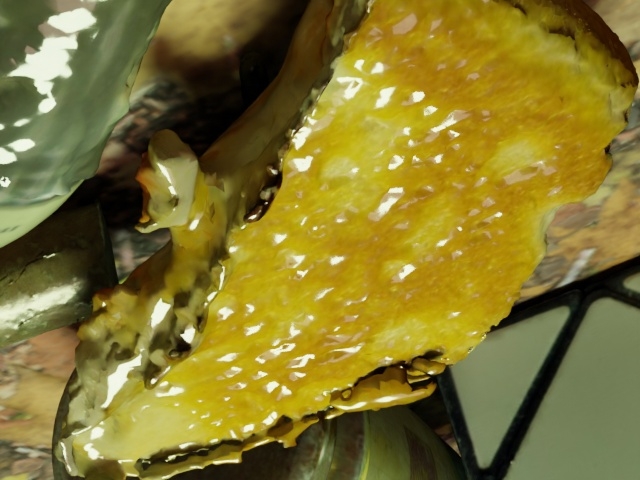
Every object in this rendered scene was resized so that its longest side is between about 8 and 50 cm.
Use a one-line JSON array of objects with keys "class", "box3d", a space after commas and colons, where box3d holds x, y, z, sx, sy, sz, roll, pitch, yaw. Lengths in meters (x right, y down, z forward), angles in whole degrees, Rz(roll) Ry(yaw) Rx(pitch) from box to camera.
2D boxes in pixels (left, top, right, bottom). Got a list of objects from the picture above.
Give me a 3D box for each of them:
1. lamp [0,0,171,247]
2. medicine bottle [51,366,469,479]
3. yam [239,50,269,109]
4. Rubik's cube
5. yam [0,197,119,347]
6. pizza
[{"class": "lamp", "box3d": [-0.111, -0.056, 0.537, 0.101, 0.101, 0.250, 5, 146, -35]}, {"class": "medicine bottle", "box3d": [-0.006, 0.143, 0.889, 0.151, 0.151, 0.322, -24, 151, 12]}, {"class": "yam", "box3d": [-0.024, -0.045, 0.691, 0.014, 0.014, 0.107, -14, 152, -4]}, {"class": "Rubik's cube", "box3d": [0.208, 0.142, 0.945, 0.207, 0.205, 0.205, -23, 151, 10]}, {"class": "yam", "box3d": [-0.149, 0.025, 0.712, 0.132, 0.054, 0.054, -19, 151, 2]}, {"class": "pizza", "box3d": [0.000, 0.000, 0.674, 0.189, 0.071, 0.297, 13, 122, -37]}]
